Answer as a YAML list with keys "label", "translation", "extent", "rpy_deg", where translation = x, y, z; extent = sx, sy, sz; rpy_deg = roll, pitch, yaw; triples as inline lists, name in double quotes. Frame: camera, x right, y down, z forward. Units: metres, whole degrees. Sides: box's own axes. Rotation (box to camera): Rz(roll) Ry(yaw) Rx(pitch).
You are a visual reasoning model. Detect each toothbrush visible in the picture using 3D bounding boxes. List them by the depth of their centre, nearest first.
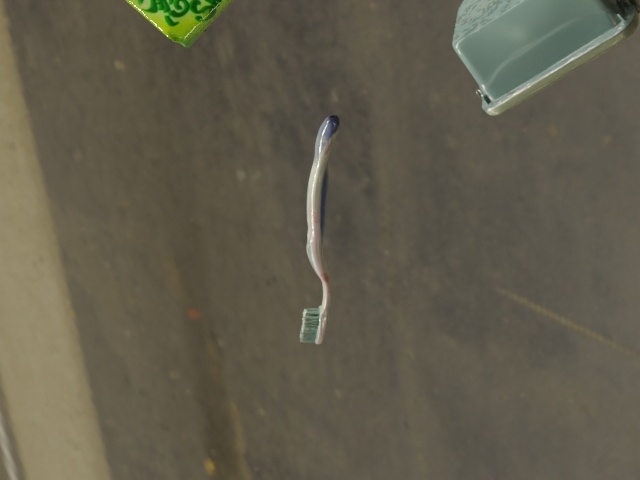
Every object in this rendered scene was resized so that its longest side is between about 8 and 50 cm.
- label: "toothbrush"
  translation: [0.000, 0.000, 1.012]
  extent: [0.269, 0.027, 0.021]
  rpy_deg: [94, 162, -46]

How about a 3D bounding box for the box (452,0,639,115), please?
- label: "box"
  translation: [0.275, -0.270, 1.521]
  extent: [0.227, 0.162, 0.130]
  rpy_deg: [-31, 115, 29]

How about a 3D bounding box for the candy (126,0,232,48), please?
- label: "candy"
  translation: [-0.058, -0.166, 0.600]
  extent: [0.102, 0.032, 0.178]
  rpy_deg: [38, 140, -17]
